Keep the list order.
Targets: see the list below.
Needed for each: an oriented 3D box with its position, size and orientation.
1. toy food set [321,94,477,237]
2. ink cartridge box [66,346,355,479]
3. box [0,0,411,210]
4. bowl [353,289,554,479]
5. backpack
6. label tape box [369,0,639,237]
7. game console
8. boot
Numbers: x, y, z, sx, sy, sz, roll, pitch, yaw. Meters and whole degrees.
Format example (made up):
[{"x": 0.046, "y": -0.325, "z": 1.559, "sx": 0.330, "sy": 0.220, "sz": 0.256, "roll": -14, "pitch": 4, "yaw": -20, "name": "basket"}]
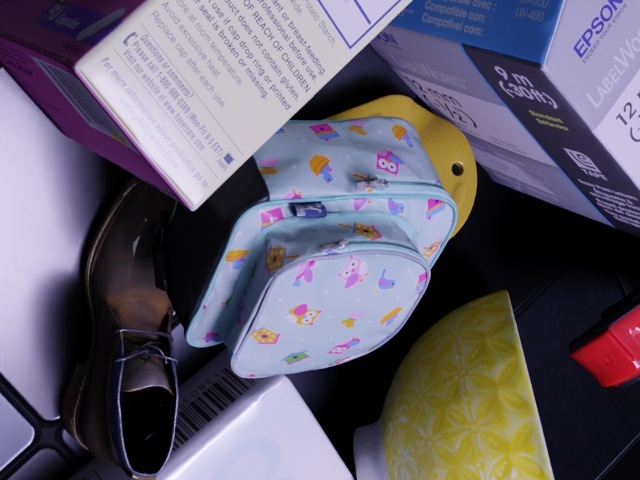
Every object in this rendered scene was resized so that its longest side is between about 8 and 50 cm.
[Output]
[{"x": 0.018, "y": -0.034, "z": 1.004, "sx": 0.218, "sy": 0.071, "sz": 0.128, "roll": -22, "pitch": 94, "yaw": -24, "name": "toy food set"}, {"x": -0.081, "y": 0.320, "z": 1.047, "sx": 0.308, "sy": 0.091, "sz": 0.385, "roll": -40, "pitch": 122, "yaw": -15, "name": "ink cartridge box"}, {"x": -0.074, "y": -0.165, "z": 0.801, "sx": 0.243, "sy": 0.213, "sz": 0.117, "roll": -44, "pitch": 124, "yaw": -12, "name": "box"}, {"x": 0.116, "y": 0.198, "z": 1.055, "sx": 0.156, "sy": 0.289, "sz": 0.289, "roll": -13, "pitch": 118, "yaw": 7, "name": "bowl"}, {"x": 0.000, "y": 0.000, "z": 0.857, "sx": 0.188, "sy": 0.144, "sz": 0.166, "roll": -14, "pitch": 146, "yaw": -33, "name": "backpack"}, {"x": 0.141, "y": -0.150, "z": 0.922, "sx": 0.347, "sy": 0.249, "sz": 0.115, "roll": 39, "pitch": 84, "yaw": -36, "name": "label tape box"}, {"x": 0.397, "y": -0.031, "z": 1.047, "sx": 0.386, "sy": 0.060, "sz": 0.342, "roll": -41, "pitch": 174, "yaw": 32, "name": "game console"}, {"x": -0.124, "y": 0.066, "z": 0.917, "sx": 0.082, "sy": 0.106, "sz": 0.219, "roll": 5, "pitch": 104, "yaw": -34, "name": "boot"}]
